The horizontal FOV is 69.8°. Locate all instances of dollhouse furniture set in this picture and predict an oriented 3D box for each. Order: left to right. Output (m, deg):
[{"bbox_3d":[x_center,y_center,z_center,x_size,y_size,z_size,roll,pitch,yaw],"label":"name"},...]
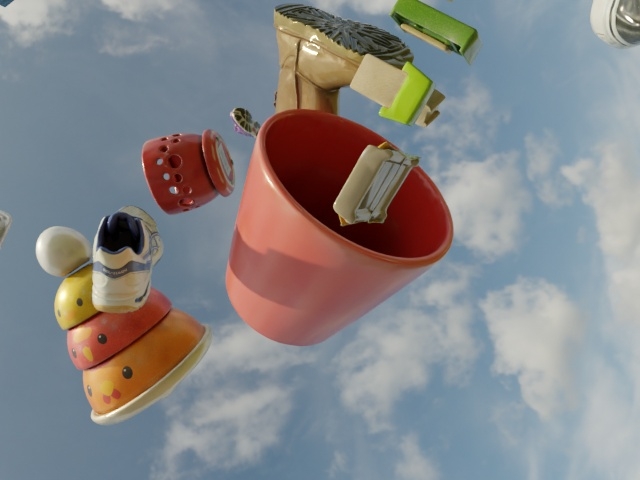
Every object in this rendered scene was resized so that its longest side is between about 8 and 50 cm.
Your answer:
[{"bbox_3d":[0.045,-0.086,0.326,0.076,0.059,0.151,-11,-46,-62],"label":"dollhouse furniture set"}]

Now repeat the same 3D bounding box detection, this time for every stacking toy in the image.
[{"bbox_3d":[-0.539,0.177,1.152,0.351,0.351,0.479,-41,-76,-30],"label":"stacking toy"}]

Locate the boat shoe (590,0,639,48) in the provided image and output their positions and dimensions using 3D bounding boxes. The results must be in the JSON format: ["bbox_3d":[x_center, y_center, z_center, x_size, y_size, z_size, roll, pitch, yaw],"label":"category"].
[{"bbox_3d":[0.402,-0.365,0.455,0.121,0.119,0.334,5,-69,-16],"label":"boat shoe"}]

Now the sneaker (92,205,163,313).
[{"bbox_3d":[-0.341,-0.006,0.826,0.112,0.296,0.130,0,-59,-20],"label":"sneaker"}]

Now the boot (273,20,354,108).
[{"bbox_3d":[-0.016,-0.495,1.326,0.281,0.264,0.096,-30,-84,-10],"label":"boot"}]

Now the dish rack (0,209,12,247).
[{"bbox_3d":[-0.524,-0.001,0.494,0.286,0.333,0.072,0,-64,-24],"label":"dish rack"}]

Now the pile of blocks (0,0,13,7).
[{"bbox_3d":[-0.729,-0.530,0.905,0.112,0.149,0.362,55,-136,-9],"label":"pile of blocks"}]

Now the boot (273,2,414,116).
[{"bbox_3d":[0.016,-0.175,0.672,0.089,0.236,0.269,-27,-39,-30],"label":"boot"}]

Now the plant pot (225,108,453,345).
[{"bbox_3d":[0.000,0.000,0.629,0.275,0.243,0.274,19,-139,-17],"label":"plant pot"}]

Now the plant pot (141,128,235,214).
[{"bbox_3d":[-0.312,-0.171,1.119,0.174,0.191,0.191,-13,-76,6],"label":"plant pot"}]

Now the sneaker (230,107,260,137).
[{"bbox_3d":[-0.243,-0.354,1.424,0.170,0.071,0.068,37,-128,-74],"label":"sneaker"}]
